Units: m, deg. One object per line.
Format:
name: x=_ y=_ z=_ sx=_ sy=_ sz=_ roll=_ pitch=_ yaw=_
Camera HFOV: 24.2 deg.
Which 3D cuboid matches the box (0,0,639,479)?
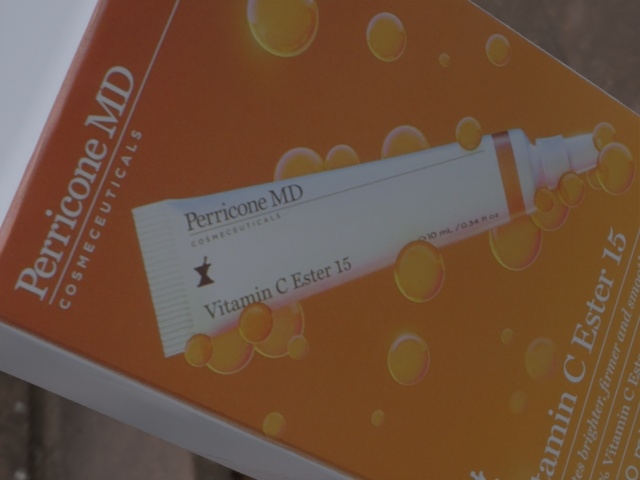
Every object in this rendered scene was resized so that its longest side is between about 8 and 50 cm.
box: x=0.000 y=0.000 z=0.690 sx=0.168 sy=0.345 sz=0.215 roll=-2 pitch=64 yaw=58
